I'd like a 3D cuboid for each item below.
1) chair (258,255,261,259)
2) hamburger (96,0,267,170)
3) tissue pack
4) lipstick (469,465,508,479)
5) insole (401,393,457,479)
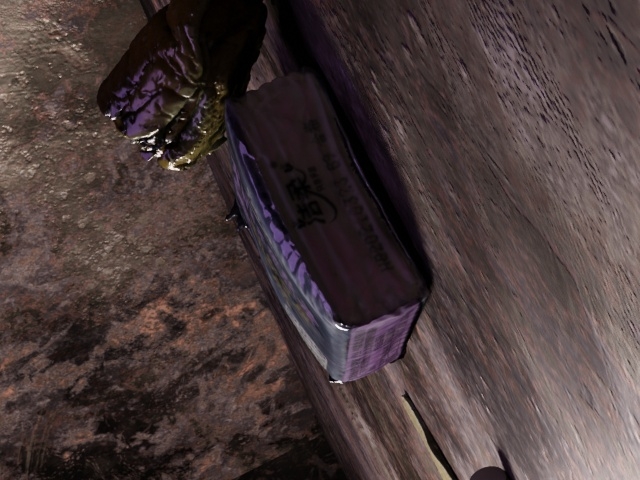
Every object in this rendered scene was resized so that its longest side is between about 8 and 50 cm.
[{"bbox_3d":[-0.018,0.012,1.928,0.104,0.095,0.221,53,176,-15],"label":"chair"},{"bbox_3d":[-0.132,-0.173,1.556,0.183,0.130,0.206,-65,-2,-63],"label":"hamburger"},{"bbox_3d":[0.000,0.000,1.633,0.259,0.122,0.361,61,172,12],"label":"tissue pack"},{"bbox_3d":[0.180,0.279,1.589,0.038,0.038,0.131,56,170,54],"label":"lipstick"},{"bbox_3d":[0.155,0.291,2.011,0.248,0.011,0.081,60,174,36],"label":"insole"}]
